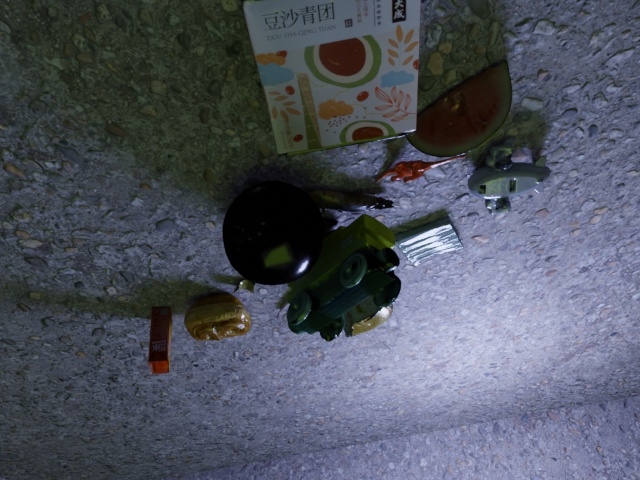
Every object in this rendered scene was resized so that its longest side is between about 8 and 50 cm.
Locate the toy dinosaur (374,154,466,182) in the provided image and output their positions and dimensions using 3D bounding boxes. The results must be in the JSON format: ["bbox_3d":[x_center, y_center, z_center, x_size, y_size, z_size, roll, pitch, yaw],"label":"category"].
[{"bbox_3d":[0.263,-0.200,1.357,0.280,0.101,0.055,0,115,43],"label":"toy dinosaur"}]

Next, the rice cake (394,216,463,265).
[{"bbox_3d":[0.374,0.006,1.686,0.198,0.037,0.189,-26,137,18],"label":"rice cake"}]

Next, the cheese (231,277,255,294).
[{"bbox_3d":[-0.277,0.165,1.737,0.084,0.041,0.060,-13,150,-21],"label":"cheese"}]

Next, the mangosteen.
[{"bbox_3d":[-0.117,-0.009,1.373,0.297,0.296,0.313,-32,133,24],"label":"mangosteen"}]

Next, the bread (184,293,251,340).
[{"bbox_3d":[-0.377,0.287,1.797,0.236,0.120,0.198,-11,141,1],"label":"bread"}]

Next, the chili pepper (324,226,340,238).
[{"bbox_3d":[0.000,0.000,1.583,0.279,0.065,0.122,-15,139,9],"label":"chili pepper"}]

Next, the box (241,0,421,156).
[{"bbox_3d":[0.035,-0.393,1.087,0.345,0.122,0.385,-10,140,1],"label":"box"}]

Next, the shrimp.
[{"bbox_3d":[0.072,-0.092,1.506,0.296,0.058,0.169,4,147,-12],"label":"shrimp"}]

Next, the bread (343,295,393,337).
[{"bbox_3d":[0.175,0.262,1.870,0.261,0.158,0.156,-34,144,25],"label":"bread"}]

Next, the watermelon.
[{"bbox_3d":[0.388,-0.314,1.291,0.303,0.159,0.128,-31,173,25],"label":"watermelon"}]

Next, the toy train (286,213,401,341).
[{"bbox_3d":[0.058,0.111,1.459,0.179,0.272,0.442,30,129,-28],"label":"toy train"}]

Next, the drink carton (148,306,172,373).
[{"bbox_3d":[-0.574,0.356,1.758,0.071,0.222,0.096,0,139,-13],"label":"drink carton"}]

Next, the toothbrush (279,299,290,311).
[{"bbox_3d":[-0.080,0.184,1.814,0.025,0.029,0.307,16,136,-26],"label":"toothbrush"}]

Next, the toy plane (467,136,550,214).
[{"bbox_3d":[0.556,-0.186,1.447,0.245,0.117,0.244,-1,123,-2],"label":"toy plane"}]
